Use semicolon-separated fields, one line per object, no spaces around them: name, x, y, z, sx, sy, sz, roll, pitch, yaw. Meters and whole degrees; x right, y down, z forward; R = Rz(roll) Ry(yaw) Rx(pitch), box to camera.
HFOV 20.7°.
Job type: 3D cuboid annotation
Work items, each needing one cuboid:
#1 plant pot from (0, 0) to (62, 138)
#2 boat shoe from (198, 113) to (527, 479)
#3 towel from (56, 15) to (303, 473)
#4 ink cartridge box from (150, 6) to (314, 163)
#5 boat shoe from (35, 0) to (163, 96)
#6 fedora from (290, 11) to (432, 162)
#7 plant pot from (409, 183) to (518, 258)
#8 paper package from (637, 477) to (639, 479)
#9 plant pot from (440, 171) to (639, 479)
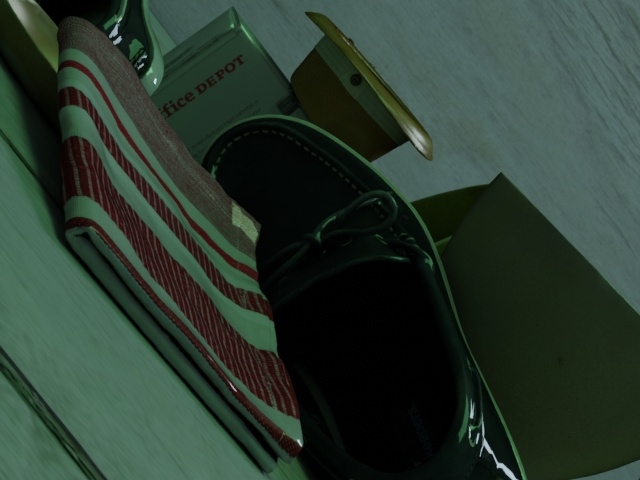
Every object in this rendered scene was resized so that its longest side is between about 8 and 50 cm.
plant pot;-0.198;-0.114;1.385;0.236;0.032;0.236;54;2;-2
boat shoe;0.017;0.051;1.433;0.500;0.187;0.156;63;2;40
towel;-0.103;-0.009;1.220;0.237;0.037;0.329;51;11;-28
ink cartridge box;-0.087;-0.104;1.784;0.218;0.158;0.092;53;6;-21
boat shoe;-0.218;-0.230;1.630;0.091;0.114;0.302;59;-2;-39
fedora;0.029;-0.138;1.742;0.194;0.079;0.194;48;7;-8
plant pot;0.121;0.127;1.799;0.275;0.275;0.293;-110;180;-80
paper package;0.411;0.393;1.790;0.309;0.325;0.168;38;-1;6
plant pot;0.193;0.107;1.557;0.284;0.191;0.284;45;6;-6
